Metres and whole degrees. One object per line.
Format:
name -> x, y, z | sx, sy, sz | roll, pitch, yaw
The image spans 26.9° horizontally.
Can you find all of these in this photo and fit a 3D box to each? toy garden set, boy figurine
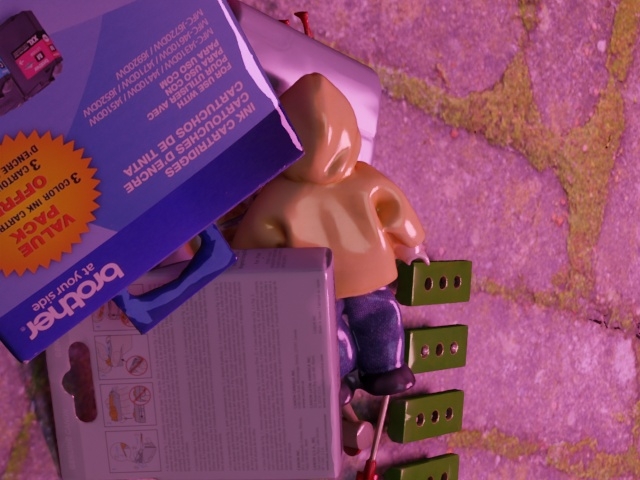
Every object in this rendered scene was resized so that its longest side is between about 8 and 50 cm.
toy garden set -> 0.068, 0.141, 1.311 | 0.204, 0.049, 0.244 | -1, 96, -52
boy figurine -> 0.000, 0.000, 1.139 | 0.177, 0.092, 0.285 | -14, 105, -5

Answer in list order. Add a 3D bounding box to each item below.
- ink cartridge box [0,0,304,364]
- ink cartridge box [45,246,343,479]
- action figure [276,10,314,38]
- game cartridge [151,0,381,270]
ink cartridge box -> -0.193, -0.105, 0.938 | 0.270, 0.151, 0.395 | -38, 133, -10
ink cartridge box -> -0.101, 0.104, 1.100 | 0.066, 0.232, 0.189 | -70, 159, -70
action figure -> -0.013, -0.153, 1.244 | 0.038, 0.030, 0.115 | -29, 113, -31
game cartridge -> -0.051, -0.039, 1.186 | 0.198, 0.062, 0.297 | 20, 86, -35
